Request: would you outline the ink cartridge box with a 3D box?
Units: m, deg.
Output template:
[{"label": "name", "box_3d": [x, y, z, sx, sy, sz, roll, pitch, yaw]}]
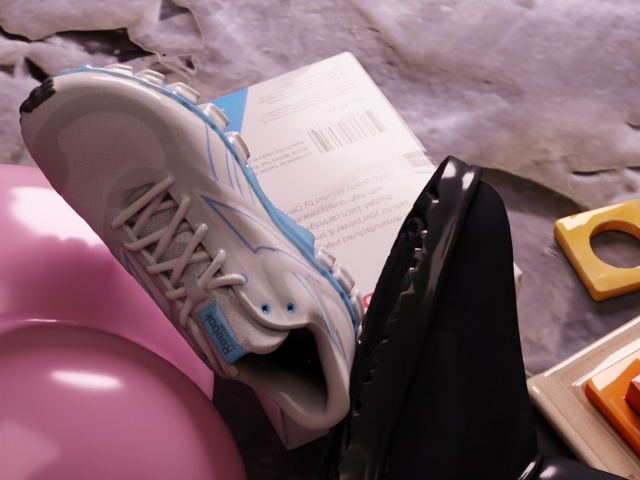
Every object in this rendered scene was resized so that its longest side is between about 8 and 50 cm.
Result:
[{"label": "ink cartridge box", "box_3d": [0.000, 0.000, 0.660, 0.148, 0.086, 0.203, -21, 55, -16]}]

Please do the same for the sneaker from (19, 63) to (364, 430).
[{"label": "sneaker", "box_3d": [-0.043, 0.008, 0.453, 0.071, 0.191, 0.083, -37, 29, 19]}]

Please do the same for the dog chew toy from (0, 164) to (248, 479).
[{"label": "dog chew toy", "box_3d": [-0.122, 0.107, 0.467, 0.207, 0.206, 0.332, -18, 37, -14]}]

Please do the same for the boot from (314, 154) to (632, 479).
[{"label": "boot", "box_3d": [0.108, 0.106, 0.516, 0.207, 0.094, 0.246, 18, 77, -4]}]

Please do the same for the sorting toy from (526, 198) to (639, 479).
[{"label": "sorting toy", "box_3d": [0.237, 0.094, 0.607, 0.196, 0.047, 0.347, -25, 54, -19]}]
